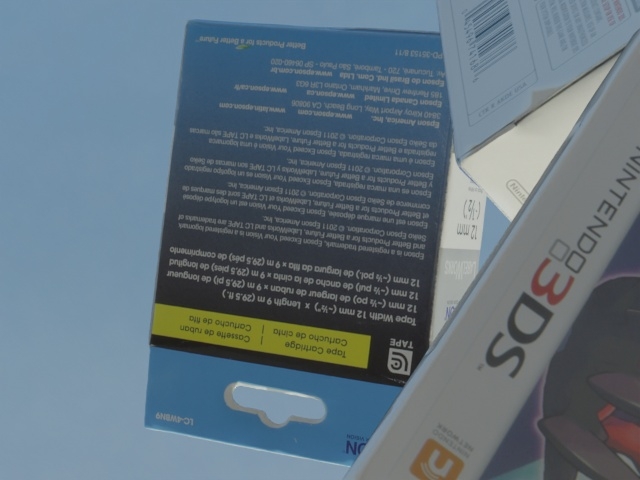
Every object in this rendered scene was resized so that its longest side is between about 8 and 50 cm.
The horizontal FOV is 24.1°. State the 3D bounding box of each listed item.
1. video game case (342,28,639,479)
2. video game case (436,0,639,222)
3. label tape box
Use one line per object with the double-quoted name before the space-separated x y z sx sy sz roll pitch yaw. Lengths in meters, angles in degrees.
"video game case" 0.133 0.057 0.424 0.201 0.023 0.183 36 -116 0
"video game case" 0.156 -0.150 0.579 0.244 0.269 0.061 -35 -61 23
"label tape box" 0.000 0.000 1.244 0.249 0.115 0.348 7 -87 24
